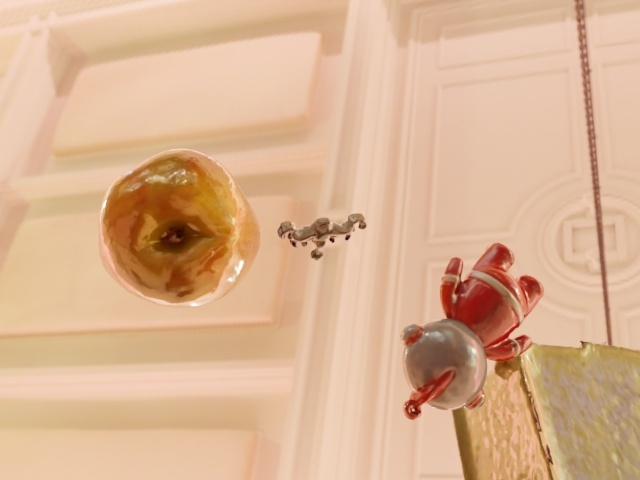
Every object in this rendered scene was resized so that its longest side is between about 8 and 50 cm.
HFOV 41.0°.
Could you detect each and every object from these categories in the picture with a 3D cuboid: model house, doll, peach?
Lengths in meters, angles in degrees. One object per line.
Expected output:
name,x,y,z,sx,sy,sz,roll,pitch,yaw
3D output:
model house,0.341,0.305,1.174,0.321,0.266,0.261,8,-126,-23
doll,0.166,0.110,0.974,0.142,0.076,0.245,45,-115,-6
peach,-0.260,-0.014,1.547,0.289,0.308,0.289,0,-87,-5

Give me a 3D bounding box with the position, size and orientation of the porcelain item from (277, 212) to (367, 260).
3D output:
porcelain item,0.000,0.000,1.258,0.136,0.075,0.021,-7,-140,-21
